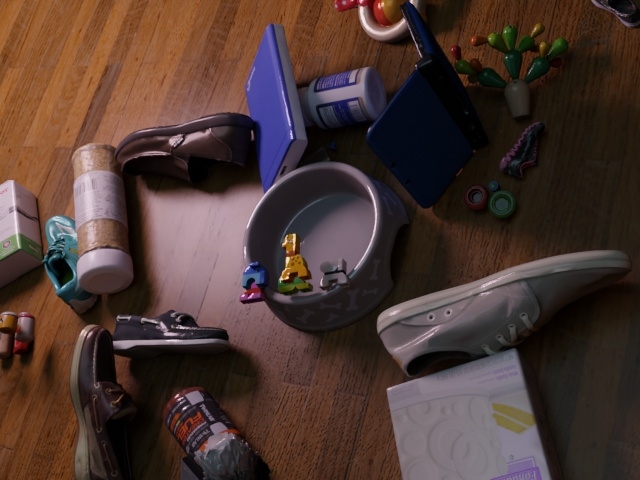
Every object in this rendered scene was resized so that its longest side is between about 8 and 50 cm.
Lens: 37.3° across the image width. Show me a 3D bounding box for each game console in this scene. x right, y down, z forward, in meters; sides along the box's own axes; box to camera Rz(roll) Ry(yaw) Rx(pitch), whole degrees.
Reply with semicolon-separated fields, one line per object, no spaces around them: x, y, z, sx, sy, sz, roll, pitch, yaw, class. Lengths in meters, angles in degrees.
0.181;-0.248;1.774;0.173;0.293;0.250;-27;55;15;game console

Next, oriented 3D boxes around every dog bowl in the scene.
0.000;0.000;1.870;0.348;0.102;0.349;-14;59;24;dog bowl

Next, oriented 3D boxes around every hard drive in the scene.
-0.226;0.473;1.745;0.022;0.135;0.094;-19;41;-35;hard drive
-0.099;-0.273;2.025;0.210;0.040;0.319;119;146;-51;hard drive

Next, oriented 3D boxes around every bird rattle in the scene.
0.140;-0.531;2.056;0.253;0.143;0.207;-14;76;26;bird rattle

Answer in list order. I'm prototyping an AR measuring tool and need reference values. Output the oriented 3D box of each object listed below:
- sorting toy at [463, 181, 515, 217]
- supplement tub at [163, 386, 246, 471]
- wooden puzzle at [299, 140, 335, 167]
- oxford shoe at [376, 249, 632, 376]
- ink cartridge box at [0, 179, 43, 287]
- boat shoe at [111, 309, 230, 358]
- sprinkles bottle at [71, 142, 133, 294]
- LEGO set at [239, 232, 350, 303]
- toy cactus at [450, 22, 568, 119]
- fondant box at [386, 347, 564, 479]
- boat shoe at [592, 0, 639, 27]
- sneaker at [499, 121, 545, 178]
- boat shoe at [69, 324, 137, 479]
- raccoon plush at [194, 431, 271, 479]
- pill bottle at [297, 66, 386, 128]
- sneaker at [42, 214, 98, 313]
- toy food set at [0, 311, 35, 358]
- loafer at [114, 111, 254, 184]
0.320;-0.078;1.772;0.102;0.042;0.061;20;92;23;sorting toy
-0.209;0.374;1.791;0.106;0.106;0.198;-47;53;0;supplement tub
-0.013;-0.162;2.004;0.116;0.014;0.078;-32;28;13;wooden puzzle
0.309;0.125;1.598;0.449;0.169;0.130;-21;67;21;oxford shoe
-0.775;-0.014;2.322;0.160;0.092;0.219;-27;55;15;ink cartridge box
-0.312;0.186;1.943;0.302;0.114;0.091;-4;69;27;boat shoe
-0.501;-0.055;2.170;0.121;0.121;0.355;-24;56;17;sprinkles bottle
-0.062;0.045;1.763;0.227;0.087;0.093;-10;61;24;LEGO set
0.370;-0.323;1.835;0.219;0.112;0.180;-8;84;3;toy cactus
0.258;0.368;1.536;0.238;0.096;0.330;-21;58;19;fondant box
0.567;-0.462;1.824;0.049;0.040;0.142;-41;53;5;boat shoe
0.389;-0.166;1.776;0.057;0.047;0.119;38;91;23;sneaker
-0.422;0.338;1.904;0.123;0.123;0.342;-5;78;16;boat shoe
-0.070;0.543;1.443;0.216;0.446;0.299;-36;39;-8;raccoon plush
0.035;-0.294;1.995;0.186;0.112;0.112;-7;63;26;pill bottle
-0.581;0.038;2.175;0.107;0.110;0.275;-35;53;10;sneaker
-0.716;0.194;2.159;0.232;0.111;0.104;-38;45;48;toy food set
-0.313;-0.189;2.125;0.366;0.134;0.130;-11;80;32;loafer
